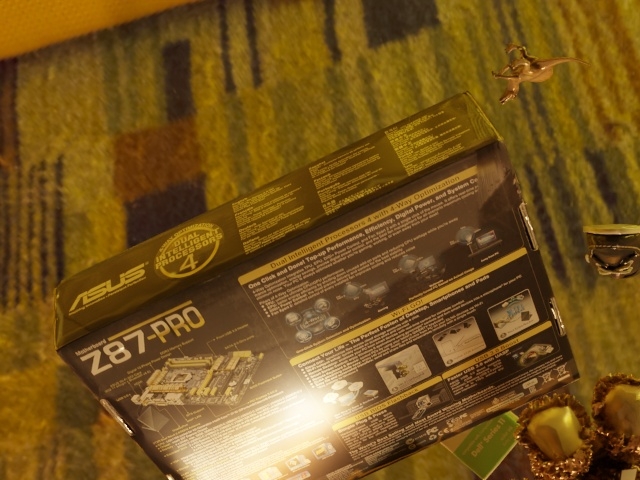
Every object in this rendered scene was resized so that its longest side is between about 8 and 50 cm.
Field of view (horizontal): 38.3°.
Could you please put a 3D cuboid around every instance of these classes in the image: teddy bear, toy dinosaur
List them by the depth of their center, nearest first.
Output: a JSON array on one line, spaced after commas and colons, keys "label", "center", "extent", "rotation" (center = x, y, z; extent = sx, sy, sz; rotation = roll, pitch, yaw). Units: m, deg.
[{"label": "teddy bear", "center": [0.328, 0.294, 1.089], "extent": [0.245, 0.338, 0.113], "rotation": [-35, 29, 1]}, {"label": "toy dinosaur", "center": [0.335, -0.276, 1.460], "extent": [0.183, 0.093, 0.053], "rotation": [-23, 54, 54]}]

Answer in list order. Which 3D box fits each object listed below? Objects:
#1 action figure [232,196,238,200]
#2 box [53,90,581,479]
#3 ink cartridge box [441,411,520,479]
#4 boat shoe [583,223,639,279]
[{"label": "action figure", "center": [0.000, 0.000, 1.578], "extent": [0.341, 0.178, 0.330], "rotation": [-10, 36, -1]}, {"label": "box", "center": [0.013, 0.088, 0.839], "extent": [0.395, 0.318, 0.097], "rotation": [-26, 40, 4]}, {"label": "ink cartridge box", "center": [0.203, 0.266, 1.680], "extent": [0.353, 0.207, 0.119], "rotation": [40, 91, 17]}, {"label": "boat shoe", "center": [0.516, 0.022, 1.593], "extent": [0.114, 0.302, 0.091], "rotation": [4, 88, 26]}]
